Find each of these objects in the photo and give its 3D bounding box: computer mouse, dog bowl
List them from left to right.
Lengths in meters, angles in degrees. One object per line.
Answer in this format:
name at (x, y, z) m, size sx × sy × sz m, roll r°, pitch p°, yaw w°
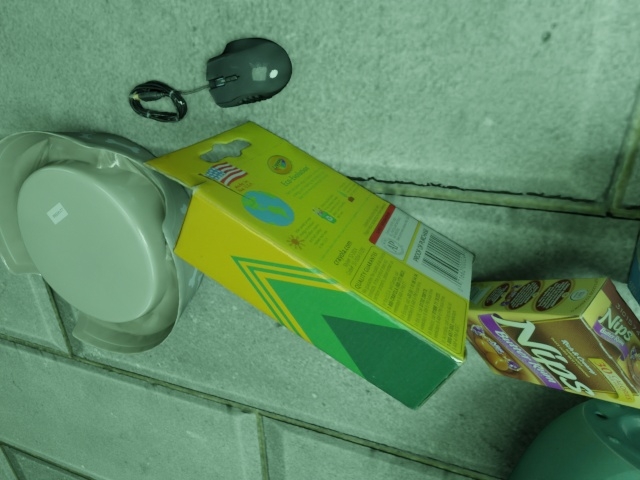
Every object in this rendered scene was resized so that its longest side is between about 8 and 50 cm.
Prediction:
dog bowl at (-0.329, 0.000, 0.637) m, size 0.348 × 0.102 × 0.349 m, roll 9°, pitch 117°, yaw 17°
computer mouse at (-0.144, -0.186, 0.506) m, size 0.241 × 0.041 × 0.071 m, roll -6°, pitch 113°, yaw 25°

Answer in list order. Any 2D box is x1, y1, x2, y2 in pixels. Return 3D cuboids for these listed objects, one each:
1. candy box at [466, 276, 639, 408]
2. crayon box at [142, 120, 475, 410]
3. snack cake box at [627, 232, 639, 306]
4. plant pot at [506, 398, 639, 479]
candy box at (0.223, 0.095, 0.430) m, size 0.109 × 0.053 × 0.186 m, roll 50°, pitch 160°, yaw -6°
crayon box at (0.000, 0.000, 0.447) m, size 0.318 × 0.202 × 0.081 m, roll 33°, pitch 122°, yaw 5°
snack cake box at (0.320, 0.039, 0.297) m, size 0.089 × 0.264 × 0.152 m, roll 4°, pitch 115°, yaw 18°
plant pot at (0.332, 0.314, 0.427) m, size 0.292 × 0.293 × 0.236 m, roll 15°, pitch 103°, yaw 15°
